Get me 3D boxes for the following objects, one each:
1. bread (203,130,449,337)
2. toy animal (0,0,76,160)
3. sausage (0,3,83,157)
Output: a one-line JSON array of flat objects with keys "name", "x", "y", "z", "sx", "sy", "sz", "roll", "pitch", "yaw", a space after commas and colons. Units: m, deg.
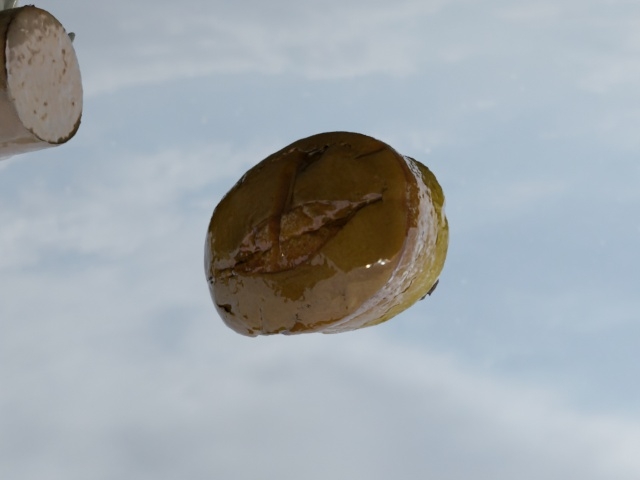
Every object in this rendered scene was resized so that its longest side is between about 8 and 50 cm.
[{"name": "bread", "x": 0.000, "y": 0.000, "z": 1.402, "sx": 0.269, "sy": 0.195, "sz": 0.142, "roll": -21, "pitch": 160, "yaw": 39}, {"name": "toy animal", "x": -0.429, "y": -0.167, "z": 1.614, "sx": 0.154, "sy": 0.208, "sz": 0.325, "roll": 9, "pitch": -120, "yaw": 37}, {"name": "sausage", "x": -0.340, "y": -0.118, "z": 1.179, "sx": 0.252, "sy": 0.123, "sz": 0.123, "roll": -8, "pitch": -164, "yaw": 18}]
